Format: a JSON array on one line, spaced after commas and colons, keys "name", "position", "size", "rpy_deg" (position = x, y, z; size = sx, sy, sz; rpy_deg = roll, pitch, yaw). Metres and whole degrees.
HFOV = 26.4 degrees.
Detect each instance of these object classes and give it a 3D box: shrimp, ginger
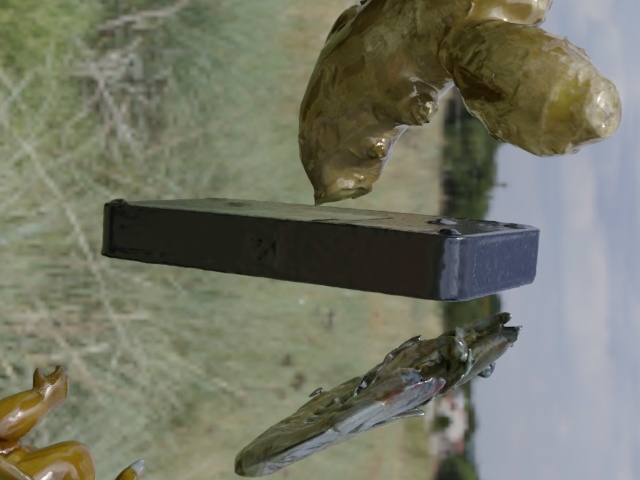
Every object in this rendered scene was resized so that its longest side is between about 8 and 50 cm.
[{"name": "shrimp", "position": [0.063, 0.176, 1.511], "size": [0.085, 0.360, 0.247], "rpy_deg": [63, 4, 4]}, {"name": "ginger", "position": [0.102, -0.204, 1.096], "size": [0.122, 0.348, 0.363], "rpy_deg": [17, 69, -40]}]

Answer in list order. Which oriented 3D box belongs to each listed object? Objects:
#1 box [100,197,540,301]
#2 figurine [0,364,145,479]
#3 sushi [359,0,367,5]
[{"name": "box", "position": [0.000, 0.000, 1.195], "size": [0.211, 0.350, 0.058], "rpy_deg": [-9, 103, -63]}, {"name": "figurine", "position": [-0.376, 0.207, 1.285], "size": [0.268, 0.387, 0.401], "rpy_deg": [-58, 174, -39]}, {"name": "sushi", "position": [0.134, -0.260, 1.575], "size": [0.225, 0.124, 0.127], "rpy_deg": [-32, 123, -53]}]
